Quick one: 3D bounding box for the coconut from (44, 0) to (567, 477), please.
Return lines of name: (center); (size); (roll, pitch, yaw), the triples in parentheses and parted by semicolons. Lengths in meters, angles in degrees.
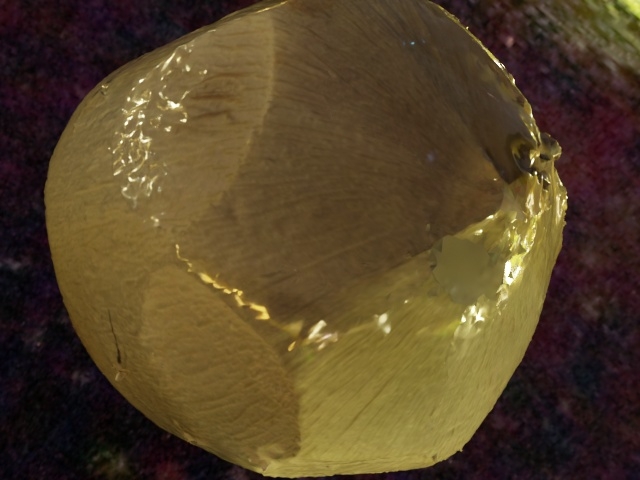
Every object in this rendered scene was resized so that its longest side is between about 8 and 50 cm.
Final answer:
coconut: (0.000, 0.000, 0.598); (0.346, 0.347, 0.360); (15, -6, -37)
